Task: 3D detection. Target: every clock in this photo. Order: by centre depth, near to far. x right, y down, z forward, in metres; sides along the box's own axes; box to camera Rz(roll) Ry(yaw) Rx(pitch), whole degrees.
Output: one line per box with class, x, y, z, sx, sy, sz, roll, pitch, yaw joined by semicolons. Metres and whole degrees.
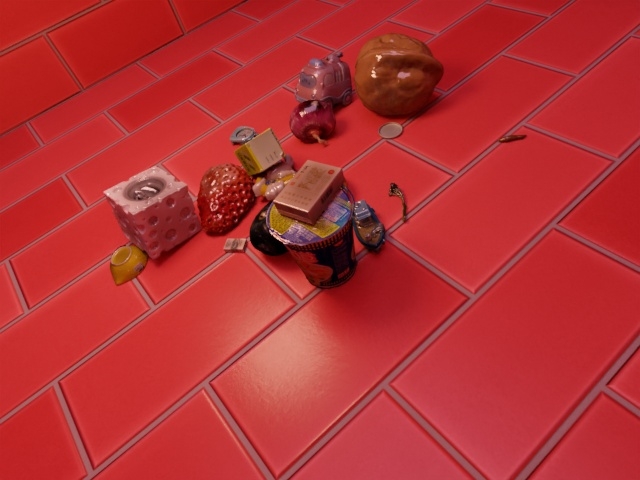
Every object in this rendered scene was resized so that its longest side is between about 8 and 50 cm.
clock;-0.363;-0.509;2.242;0.147;0.045;0.108;11;55;23

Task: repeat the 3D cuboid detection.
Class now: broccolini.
broccolini;0.308;-0.148;1.749;0.052;0.054;0.194;-5;49;-13

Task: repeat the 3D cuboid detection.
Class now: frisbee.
frisbee;0.314;-0.493;2.055;0.110;0.014;0.110;-7;50;9

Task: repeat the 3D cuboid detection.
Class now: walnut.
walnut;0.335;-0.738;2.065;0.385;0.383;0.383;-8;49;9

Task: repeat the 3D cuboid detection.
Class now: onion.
onion;-0.036;-0.553;2.084;0.208;0.200;0.200;14;56;15

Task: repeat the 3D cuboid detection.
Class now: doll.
doll;-0.174;-0.264;1.932;0.252;0.111;0.237;-40;35;-14

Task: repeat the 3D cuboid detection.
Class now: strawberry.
strawberry;-0.416;-0.189;1.917;0.266;0.149;0.335;-2;51;12

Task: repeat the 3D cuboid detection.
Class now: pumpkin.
pumpkin;-0.157;-0.050;1.688;0.233;0.163;0.233;-35;24;18

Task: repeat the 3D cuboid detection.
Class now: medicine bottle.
medicine bottle;-0.262;-0.372;1.965;0.141;0.137;0.250;-38;15;-16

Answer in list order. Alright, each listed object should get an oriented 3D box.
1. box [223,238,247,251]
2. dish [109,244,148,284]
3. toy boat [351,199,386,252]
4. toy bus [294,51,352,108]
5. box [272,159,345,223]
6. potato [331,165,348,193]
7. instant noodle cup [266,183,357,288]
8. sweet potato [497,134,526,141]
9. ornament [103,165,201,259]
box;-0.334;0.019;1.799;0.083;0.024;0.054;1;50;16
dish;-0.783;0.076;1.844;0.149;0.080;0.207;4;53;18
toy boat;0.174;-0.054;1.668;0.110;0.098;0.237;-21;49;2
toy bus;0.019;-0.769;2.206;0.294;0.231;0.197;-29;46;-32
box;-0.033;-0.154;1.418;0.141;0.058;0.201;18;59;29
potato;0.052;-0.225;1.833;0.109;0.119;0.178;-49;38;35
instant noodle cup;0.000;0.000;1.527;0.285;0.312;0.283;-8;50;10
sweet potato;0.777;-0.415;1.850;0.115;0.026;0.026;-7;49;8
ornament;-0.668;-0.117;1.841;0.240;0.239;0.239;29;53;34
